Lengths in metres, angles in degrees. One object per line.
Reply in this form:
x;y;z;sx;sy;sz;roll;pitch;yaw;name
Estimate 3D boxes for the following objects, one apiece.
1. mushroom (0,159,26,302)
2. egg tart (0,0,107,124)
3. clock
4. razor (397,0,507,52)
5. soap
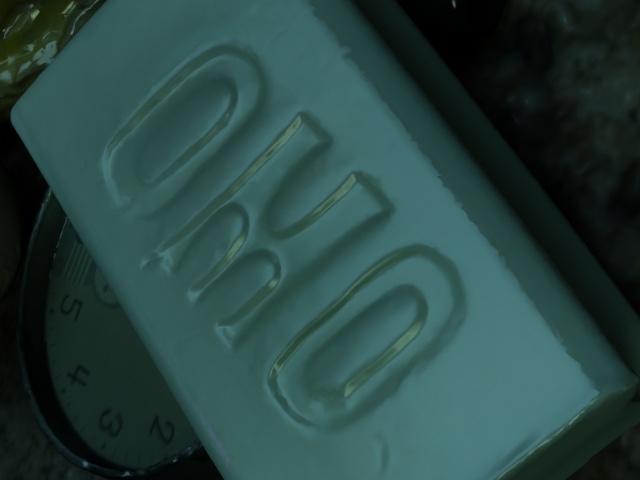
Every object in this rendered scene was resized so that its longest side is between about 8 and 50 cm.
-0.256;0.027;0.829;0.204;0.204;0.204;-15;67;40;mushroom
-0.242;-0.255;0.879;0.388;0.169;0.388;-4;82;30;egg tart
-0.076;0.019;0.744;0.215;0.042;0.215;-15;67;39;clock
0.020;-0.123;0.690;0.148;0.054;0.090;-5;77;43;razor
0.000;0.000;0.599;0.160;0.087;0.265;-43;65;20;soap
